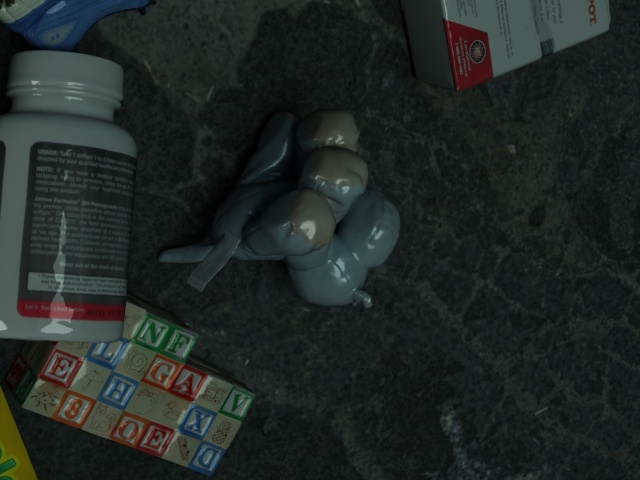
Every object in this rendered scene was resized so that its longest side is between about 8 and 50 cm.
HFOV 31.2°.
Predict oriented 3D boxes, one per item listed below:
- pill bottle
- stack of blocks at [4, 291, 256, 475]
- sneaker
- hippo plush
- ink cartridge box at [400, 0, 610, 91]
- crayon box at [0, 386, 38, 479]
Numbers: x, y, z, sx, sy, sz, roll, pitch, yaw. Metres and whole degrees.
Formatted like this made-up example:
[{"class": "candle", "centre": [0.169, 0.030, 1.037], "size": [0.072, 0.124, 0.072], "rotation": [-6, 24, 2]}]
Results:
[{"class": "pill bottle", "centre": [-0.301, -0.046, 1.300], "size": [0.176, 0.176, 0.318], "rotation": [6, 86, -32]}, {"class": "stack of blocks", "centre": [-0.233, 0.175, 1.497], "size": [0.297, 0.087, 0.171], "rotation": [29, 91, -34]}, {"class": "sneaker", "centre": [-0.236, -0.346, 1.310], "size": [0.330, 0.130, 0.147], "rotation": [-49, 144, -11]}, {"class": "hippo plush", "centre": [0.000, 0.000, 1.484], "size": [0.236, 0.234, 0.294], "rotation": [40, 84, -33]}, {"class": "ink cartridge box", "centre": [0.253, -0.347, 1.582], "size": [0.273, 0.114, 0.197], "rotation": [-23, 116, -21]}, {"class": "crayon box", "centre": [-0.521, 0.255, 1.346], "size": [0.313, 0.106, 0.362], "rotation": [-24, 117, -21]}]
